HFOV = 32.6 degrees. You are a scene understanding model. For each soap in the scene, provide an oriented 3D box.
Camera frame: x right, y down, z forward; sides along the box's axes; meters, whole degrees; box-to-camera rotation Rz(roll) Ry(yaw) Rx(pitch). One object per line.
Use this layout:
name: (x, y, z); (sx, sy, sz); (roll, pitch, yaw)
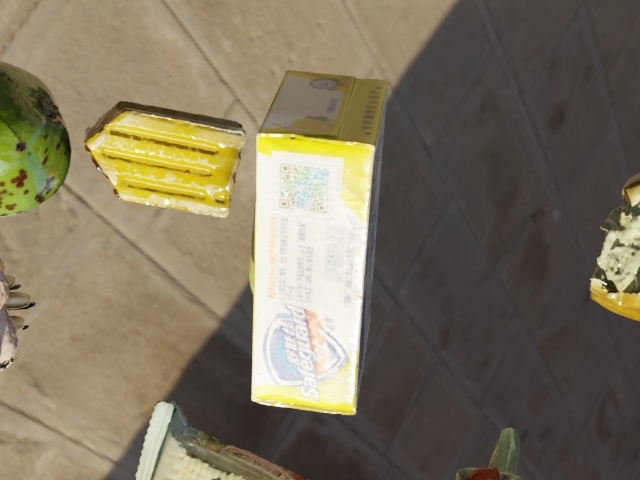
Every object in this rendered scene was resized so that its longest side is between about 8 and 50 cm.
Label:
soap: (-0.266, -0.140, 1.825); (0.257, 0.080, 0.160); (10, 109, -13)

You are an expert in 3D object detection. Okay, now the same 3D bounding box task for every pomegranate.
pomegranate: (-0.503, -0.145, 1.613); (0.254, 0.270, 0.254); (-15, 90, -72)

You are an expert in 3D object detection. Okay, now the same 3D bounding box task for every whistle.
whistle: (0.177, 0.297, 1.141); (0.106, 0.101, 0.253); (42, 41, -15)

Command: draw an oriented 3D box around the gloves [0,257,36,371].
gloves: (-0.271, 0.067, 0.777); (0.144, 0.094, 0.111); (-49, 142, -81)

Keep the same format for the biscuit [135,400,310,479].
biscuit: (-0.047, 0.290, 1.072); (0.186, 0.309, 0.079); (-69, 168, 9)

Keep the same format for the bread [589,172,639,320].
bread: (0.530, 0.014, 1.515); (0.250, 0.278, 0.225); (29, 74, -69)

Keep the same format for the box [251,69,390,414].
box: (0.000, 0.000, 0.976); (0.168, 0.097, 0.265); (-76, 171, -60)

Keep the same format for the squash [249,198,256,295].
squash: (-0.038, -0.024, 1.304); (0.083, 0.083, 0.250); (-20, 124, -49)
